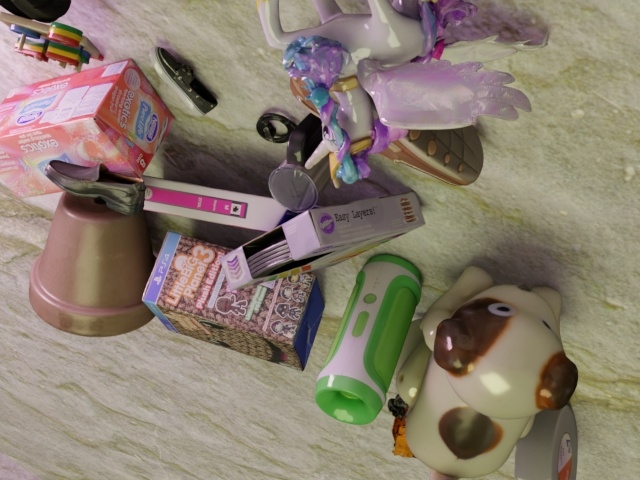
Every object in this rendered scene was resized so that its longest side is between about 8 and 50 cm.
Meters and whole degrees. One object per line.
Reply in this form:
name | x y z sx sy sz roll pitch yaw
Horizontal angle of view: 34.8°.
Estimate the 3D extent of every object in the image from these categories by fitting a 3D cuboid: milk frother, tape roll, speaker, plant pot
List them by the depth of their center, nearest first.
milk frother | -0.051 -0.131 1.624 0.143 0.135 0.129 -4 121 29
speaker | 0.088 0.169 1.786 0.131 0.296 0.131 15 142 12
plant pot | -0.421 0.017 1.935 0.263 0.263 0.229 16 126 9
tape roll | 0.440 0.426 1.981 0.072 0.219 0.219 1 138 28

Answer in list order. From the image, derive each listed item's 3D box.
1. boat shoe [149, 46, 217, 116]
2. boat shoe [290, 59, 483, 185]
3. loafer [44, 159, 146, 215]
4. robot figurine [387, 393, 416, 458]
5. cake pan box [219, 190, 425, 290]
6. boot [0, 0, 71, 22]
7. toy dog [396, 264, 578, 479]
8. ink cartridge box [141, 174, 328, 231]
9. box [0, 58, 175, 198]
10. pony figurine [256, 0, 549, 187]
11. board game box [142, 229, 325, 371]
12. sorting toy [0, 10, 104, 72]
boat shoe | -0.218 -0.260 1.637 0.040 0.049 0.142 -24 126 22
boat shoe | 0.096 -0.184 1.514 0.324 0.123 0.116 36 149 -6
loafer | -0.361 -0.101 1.650 0.170 0.062 0.061 19 124 -4
robot figurine | 0.240 0.389 2.152 0.211 0.085 0.291 17 143 8
cake pan box | 0.000 0.000 1.682 0.245 0.267 0.070 -28 78 43
boot | -0.561 -0.433 1.529 0.260 0.131 0.348 -21 120 39
toy dog | 0.262 0.222 1.701 0.284 0.395 0.408 29 152 7
ink cartridge box | -0.146 -0.057 1.752 0.371 0.069 0.176 8 -179 16
box | -0.422 -0.184 1.742 0.300 0.154 0.142 -7 134 32
pony figurine | 0.091 -0.258 1.309 0.351 0.303 0.363 -9 110 26
board game box | -0.155 0.118 1.925 0.291 0.141 0.232 16 163 10
sorting toy | -0.416 -0.297 1.567 0.132 0.046 0.274 16 180 -4
